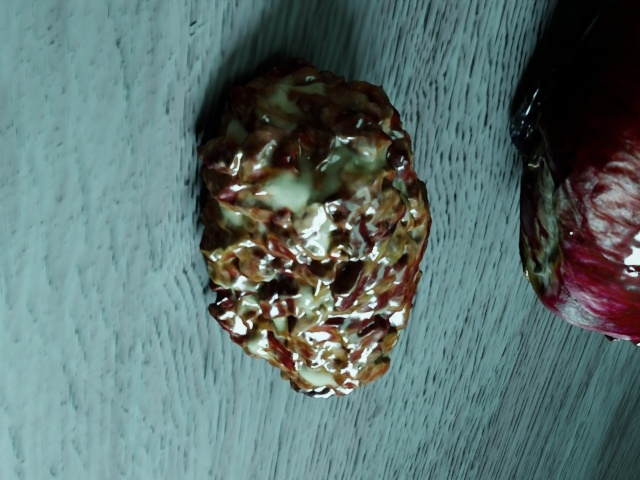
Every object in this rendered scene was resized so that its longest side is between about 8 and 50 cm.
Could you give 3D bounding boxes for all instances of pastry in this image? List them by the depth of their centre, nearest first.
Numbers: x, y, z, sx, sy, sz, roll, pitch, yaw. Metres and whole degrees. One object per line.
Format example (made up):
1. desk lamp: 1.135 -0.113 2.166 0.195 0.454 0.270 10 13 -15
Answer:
1. pastry: 0.001 -0.002 0.795 0.115 0.097 0.208 -55 159 -29

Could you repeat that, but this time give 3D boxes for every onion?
1. onion: 0.260 -0.062 1.046 0.314 0.232 0.314 -44 158 -23
